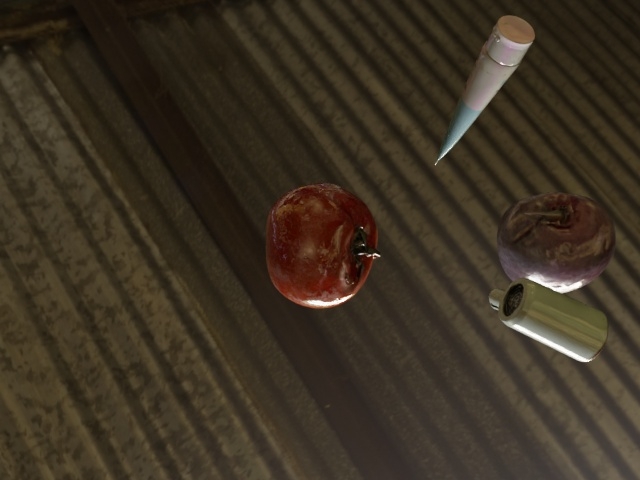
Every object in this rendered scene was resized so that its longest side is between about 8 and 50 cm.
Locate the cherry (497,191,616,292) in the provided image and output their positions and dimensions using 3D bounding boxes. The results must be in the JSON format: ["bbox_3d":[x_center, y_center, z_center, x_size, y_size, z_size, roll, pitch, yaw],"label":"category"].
[{"bbox_3d":[0.444,0.006,1.303,0.213,0.266,0.184,6,-120,8],"label":"cherry"}]

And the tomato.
[{"bbox_3d":[0.000,0.000,0.978,0.151,0.187,0.187,10,-130,35],"label":"tomato"}]

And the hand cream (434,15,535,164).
[{"bbox_3d":[0.289,-0.262,1.250,0.070,0.312,0.111,29,-123,6],"label":"hand cream"}]

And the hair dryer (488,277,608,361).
[{"bbox_3d":[0.294,0.092,0.984,0.131,0.236,0.073,25,-87,-10],"label":"hair dryer"}]
